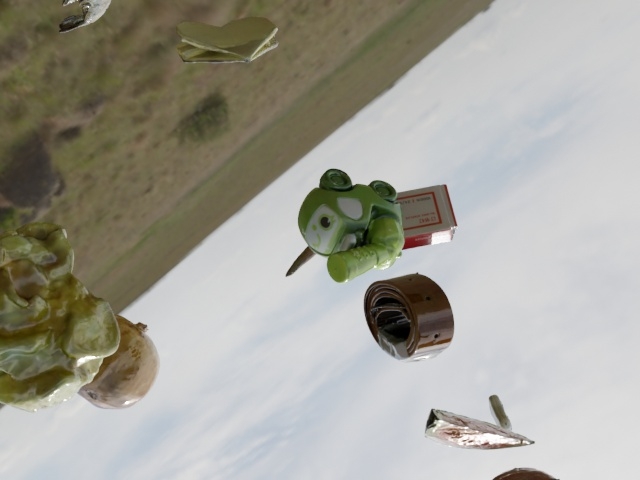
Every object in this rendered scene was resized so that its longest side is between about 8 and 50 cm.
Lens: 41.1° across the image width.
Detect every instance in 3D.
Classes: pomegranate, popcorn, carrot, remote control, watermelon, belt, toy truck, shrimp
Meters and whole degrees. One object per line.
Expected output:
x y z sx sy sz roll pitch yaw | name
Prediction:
-0.508 0.296 2.103 0.248 0.248 0.248 -39 -174 5 | pomegranate
-0.561 0.155 1.619 0.293 0.334 0.292 -20 -168 34 | popcorn
0.000 0.000 1.989 0.254 0.049 0.049 -47 -171 -26 | carrot
0.483 0.472 2.290 0.032 0.074 0.122 -14 -145 0 | remote control
0.284 0.360 1.597 0.119 0.245 0.063 -9 -117 58 | watermelon
0.187 0.165 1.813 0.105 0.184 0.261 -12 178 -22 | belt
0.070 -0.013 1.535 0.187 0.210 0.148 -2 134 -32 | toy truck
-0.481 -0.430 1.553 0.195 0.035 0.148 -3 160 -29 | shrimp

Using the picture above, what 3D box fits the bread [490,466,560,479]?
0.425 0.597 1.823 0.244 0.190 0.123 -22 177 -17 | bread

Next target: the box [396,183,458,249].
0.151 -0.038 1.711 0.229 0.050 0.123 -10 -127 3 | box

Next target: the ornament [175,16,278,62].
-0.169 -0.383 1.663 0.201 0.059 0.180 -14 -143 -21 | ornament
